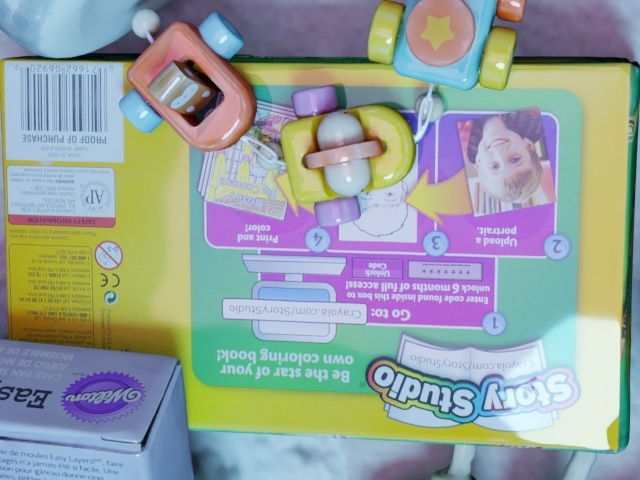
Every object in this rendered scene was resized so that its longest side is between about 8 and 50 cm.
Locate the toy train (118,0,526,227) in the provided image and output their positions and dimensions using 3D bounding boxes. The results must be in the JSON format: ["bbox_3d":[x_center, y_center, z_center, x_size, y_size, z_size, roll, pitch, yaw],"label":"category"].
[{"bbox_3d":[0.001,-0.076,0.593,0.166,0.046,0.125,-38,90,12],"label":"toy train"}]

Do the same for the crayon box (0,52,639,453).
[{"bbox_3d":[0.000,0.000,0.670,0.279,0.081,0.165,2,99,10],"label":"crayon box"}]

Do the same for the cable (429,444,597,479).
[{"bbox_3d":[0.057,0.223,0.667,0.140,0.072,0.287,16,80,11],"label":"cable"}]

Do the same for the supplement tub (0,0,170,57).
[{"bbox_3d":[-0.147,-0.247,0.602,0.193,0.193,0.316,-42,90,13],"label":"supplement tub"}]

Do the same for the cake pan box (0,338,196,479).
[{"bbox_3d":[-0.177,0.153,0.685,0.267,0.070,0.245,4,126,10],"label":"cake pan box"}]
